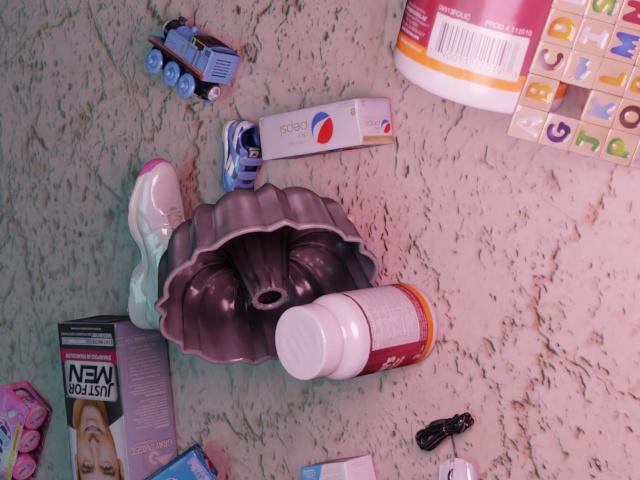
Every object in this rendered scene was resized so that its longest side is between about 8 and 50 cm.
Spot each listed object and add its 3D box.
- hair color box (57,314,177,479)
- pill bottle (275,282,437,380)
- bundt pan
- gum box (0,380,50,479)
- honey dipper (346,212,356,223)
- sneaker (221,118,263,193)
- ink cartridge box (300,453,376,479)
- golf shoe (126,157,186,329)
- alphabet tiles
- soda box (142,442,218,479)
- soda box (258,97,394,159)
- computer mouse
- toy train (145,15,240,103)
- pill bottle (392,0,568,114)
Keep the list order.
[{"bbox_3d":[-0.363,0.326,2.326,0.185,0.114,0.374,-3,93,46],"label":"hair color box"},{"bbox_3d":[0.051,0.129,1.795,0.121,0.221,0.121,8,101,46],"label":"pill bottle"},{"bbox_3d":[-0.085,0.038,1.874,0.331,0.331,0.124,-51,41,37],"label":"bundt pan"},{"bbox_3d":[-0.619,0.389,2.634,0.107,0.062,0.188,38,121,36],"label":"gum box"},{"bbox_3d":[0.000,0.000,1.974,0.161,0.030,0.030,-33,71,39],"label":"honey dipper"},{"bbox_3d":[-0.123,-0.125,2.066,0.059,0.053,0.144,-2,95,44],"label":"sneaker"},{"bbox_3d":[0.041,0.424,1.956,0.104,0.062,0.181,-18,82,46],"label":"ink cartridge box"},{"bbox_3d":[-0.251,0.014,2.189,0.140,0.115,0.306,13,111,34],"label":"golf shoe"},{"bbox_3d":[0.345,-0.208,1.491,0.009,0.198,0.237,-100,25,-66],"label":"alphabet tiles"},{"bbox_3d":[-0.278,0.435,2.192,0.210,0.071,0.067,-34,92,2],"label":"soda box"},{"bbox_3d":[0.006,-0.164,1.911,0.216,0.074,0.069,-6,90,46],"label":"soda box"},{"bbox_3d":[0.192,0.343,1.804,0.106,0.042,0.193,-23,78,44],"label":"computer mouse"},{"bbox_3d":[-0.215,-0.300,2.125,0.184,0.080,0.105,39,112,38],"label":"toy train"},{"bbox_3d":[0.238,-0.366,1.539,0.224,0.224,0.392,33,117,39],"label":"pill bottle"}]
